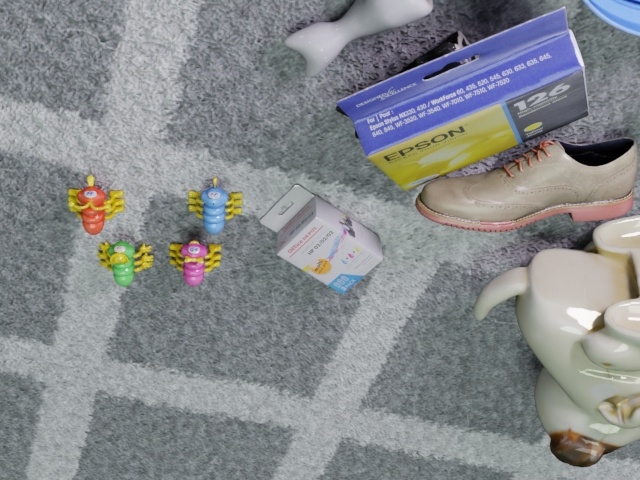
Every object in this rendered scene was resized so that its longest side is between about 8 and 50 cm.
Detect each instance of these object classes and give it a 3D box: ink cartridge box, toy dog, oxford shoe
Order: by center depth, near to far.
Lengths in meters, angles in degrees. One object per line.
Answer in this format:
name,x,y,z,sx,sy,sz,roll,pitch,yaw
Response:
ink cartridge box,0.209,-0.176,1.238,0.303,0.072,0.307,-21,168,15
oxford shoe,0.315,-0.100,1.387,0.348,0.123,0.130,-8,127,-10
ink cartridge box,0.000,0.000,1.483,0.181,0.062,0.104,32,121,-25
toy dog,0.471,0.211,1.543,0.395,0.285,0.408,-8,132,4

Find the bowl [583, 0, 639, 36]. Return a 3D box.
bowl,0.457,-0.410,1.030,0.391,0.077,0.391,-2,138,-2

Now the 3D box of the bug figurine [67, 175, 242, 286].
bug figurine,-0.263,-0.011,1.457,0.278,0.072,0.216,-1,130,-3

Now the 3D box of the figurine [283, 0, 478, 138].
figurine,0.083,-0.256,1.265,0.209,0.092,0.215,-28,125,24
